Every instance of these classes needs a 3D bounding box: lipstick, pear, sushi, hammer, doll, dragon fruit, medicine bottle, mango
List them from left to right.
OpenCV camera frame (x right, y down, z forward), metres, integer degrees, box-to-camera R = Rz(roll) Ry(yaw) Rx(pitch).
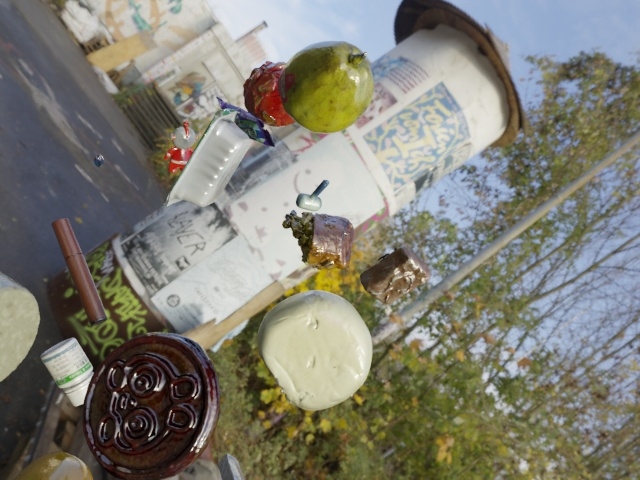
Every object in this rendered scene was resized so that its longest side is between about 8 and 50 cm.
[{"bbox_3d":[-0.824,0.809,1.458,0.445,0.301,0.232,-102,179,-65],"label":"mango"},{"bbox_3d":[-0.951,0.505,1.937,0.236,0.139,0.139,64,-5,-8],"label":"medicine bottle"},{"bbox_3d":[-0.761,0.098,1.593,0.057,0.057,0.356,78,-13,-81],"label":"lipstick"},{"bbox_3d":[-0.598,-0.403,2.173,0.076,0.143,0.244,45,-49,38],"label":"doll"},{"bbox_3d":[-0.181,-0.621,2.151,0.343,0.277,0.277,29,-20,41],"label":"dragon fruit"},{"bbox_3d":[-0.018,-0.199,2.151,0.116,0.194,0.069,12,52,-30],"label":"hammer"},{"bbox_3d":[-0.001,-0.001,1.382,0.296,0.179,0.166,-63,151,-67],"label":"sushi"},{"bbox_3d":[0.033,-0.490,1.581,0.287,0.287,0.375,55,-32,-8],"label":"pear"}]

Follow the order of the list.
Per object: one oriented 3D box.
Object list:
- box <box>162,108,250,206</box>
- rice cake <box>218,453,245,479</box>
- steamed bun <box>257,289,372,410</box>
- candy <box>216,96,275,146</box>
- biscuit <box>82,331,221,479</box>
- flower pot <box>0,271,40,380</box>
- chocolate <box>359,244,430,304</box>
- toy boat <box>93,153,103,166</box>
[{"bbox_3d":[-0.318,-0.230,1.528,0.106,0.336,0.264,32,12,-4],"label":"box"},{"bbox_3d":[-0.294,0.841,1.752,0.070,0.064,0.399,43,-14,-13],"label":"rice cake"},{"bbox_3d":[-0.006,0.310,1.512,0.233,0.312,0.333,-75,141,-83],"label":"steamed bun"},{"bbox_3d":[-0.283,-0.439,1.869,0.275,0.070,0.145,33,-14,27],"label":"candy"},{"bbox_3d":[-0.474,0.451,1.399,0.407,0.408,0.091,53,-5,26],"label":"biscuit"},{"bbox_3d":[-0.763,0.145,0.989,0.331,0.293,0.293,18,-10,8],"label":"flower pot"},{"bbox_3d":[0.244,0.126,1.676,0.148,0.214,0.093,38,24,-31],"label":"chocolate"},{"bbox_3d":[-0.869,-0.317,1.983,0.038,0.038,0.083,55,-32,-2],"label":"toy boat"}]
